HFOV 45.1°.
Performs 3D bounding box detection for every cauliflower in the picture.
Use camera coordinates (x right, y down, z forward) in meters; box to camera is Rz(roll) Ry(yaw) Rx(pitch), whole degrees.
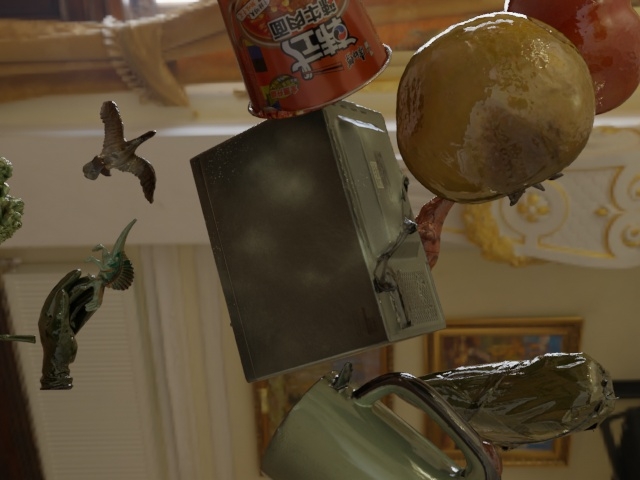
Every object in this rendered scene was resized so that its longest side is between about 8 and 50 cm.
[{"bbox_3d":[-0.895,-0.090,1.922,0.327,0.260,0.281,-64,-178,-21],"label":"cauliflower"}]

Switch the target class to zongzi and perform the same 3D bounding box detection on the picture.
[{"bbox_3d":[0.284,0.228,1.182,0.251,0.274,0.125,-35,-140,44],"label":"zongzi"}]

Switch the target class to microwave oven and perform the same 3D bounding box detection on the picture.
[{"bbox_3d":[0.000,0.000,1.406,0.236,0.374,0.432,-2,74,-57],"label":"microwave oven"}]

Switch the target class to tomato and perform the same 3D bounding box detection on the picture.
[{"bbox_3d":[0.365,-0.309,1.123,0.260,0.180,0.259,-21,90,-77],"label":"tomato"}]

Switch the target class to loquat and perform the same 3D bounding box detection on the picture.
[{"bbox_3d":[0.181,-0.132,0.807,0.213,0.213,0.213,-1,90,-89],"label":"loquat"}]

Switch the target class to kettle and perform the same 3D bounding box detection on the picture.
[{"bbox_3d":[0.082,0.275,0.936,0.165,0.255,0.240,-11,130,-57],"label":"kettle"}]

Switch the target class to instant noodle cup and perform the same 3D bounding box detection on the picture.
[{"bbox_3d":[-0.038,-0.330,1.194,0.250,0.250,0.192,-90,158,-59],"label":"instant noodle cup"}]

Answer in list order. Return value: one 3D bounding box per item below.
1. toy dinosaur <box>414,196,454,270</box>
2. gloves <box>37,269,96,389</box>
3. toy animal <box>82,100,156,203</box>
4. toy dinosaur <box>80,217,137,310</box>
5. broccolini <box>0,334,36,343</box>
[{"bbox_3d":[0.253,-0.039,2.009,0.097,0.208,0.432,-43,153,-82],"label":"toy dinosaur"},{"bbox_3d":[-0.555,0.194,1.667,0.135,0.107,0.268,97,7,-80],"label":"gloves"},{"bbox_3d":[-0.466,-0.203,1.843,0.160,0.197,0.272,-42,108,-38],"label":"toy animal"},{"bbox_3d":[-0.410,0.053,1.535,0.187,0.044,0.106,-46,117,-32],"label":"toy dinosaur"},{"bbox_3d":[-0.707,0.200,1.606,0.044,0.218,0.042,-87,-178,-46],"label":"broccolini"}]
